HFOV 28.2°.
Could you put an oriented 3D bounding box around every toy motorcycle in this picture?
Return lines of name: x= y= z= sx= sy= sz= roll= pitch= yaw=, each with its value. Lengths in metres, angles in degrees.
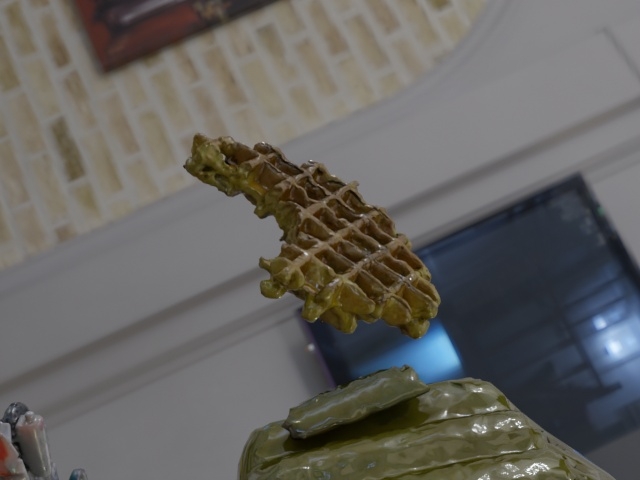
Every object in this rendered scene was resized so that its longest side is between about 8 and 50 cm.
toy motorcycle: x=-0.301 y=0.299 z=1.272 sx=0.171 sy=0.110 sz=0.260 roll=-71 pitch=156 yaw=-83

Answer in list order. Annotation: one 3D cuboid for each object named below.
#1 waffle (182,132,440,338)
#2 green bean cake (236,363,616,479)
waffle: x=0.000 y=0.000 z=1.345 sx=0.259 sy=0.069 sz=0.293 roll=15 pitch=30 yaw=-36
green bean cake: x=0.095 y=0.232 z=0.600 sx=0.285 sy=0.202 sz=0.310 roll=-130 pitch=-155 yaw=-68
